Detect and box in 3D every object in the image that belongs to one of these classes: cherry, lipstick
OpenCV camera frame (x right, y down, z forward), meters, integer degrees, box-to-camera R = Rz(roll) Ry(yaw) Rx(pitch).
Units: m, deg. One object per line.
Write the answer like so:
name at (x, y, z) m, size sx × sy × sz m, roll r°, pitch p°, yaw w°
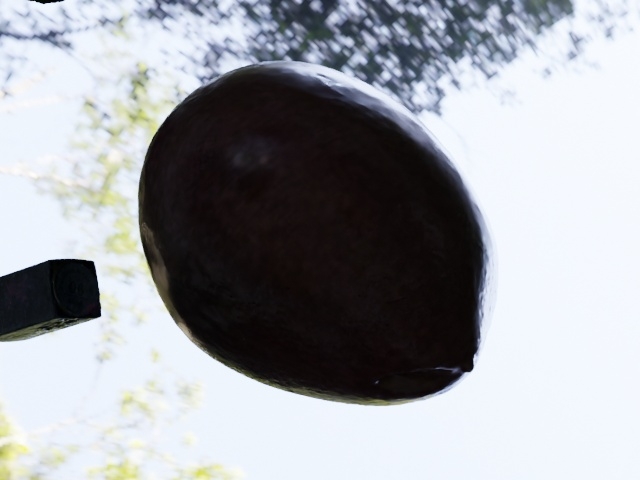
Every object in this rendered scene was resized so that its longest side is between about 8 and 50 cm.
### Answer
cherry at (0.000, 0.000, 1.281) m, size 0.307 × 0.261 × 0.221 m, roll 31°, pitch -111°, yaw 29°
lipstick at (-0.303, 0.073, 1.512) m, size 0.312 × 0.051 × 0.051 m, roll -17°, pitch -101°, yaw 41°

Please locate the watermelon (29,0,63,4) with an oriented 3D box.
watermelon at (-0.183, -0.204, 0.940) m, size 0.187 × 0.071 × 0.139 m, roll 20°, pitch -110°, yaw 26°
